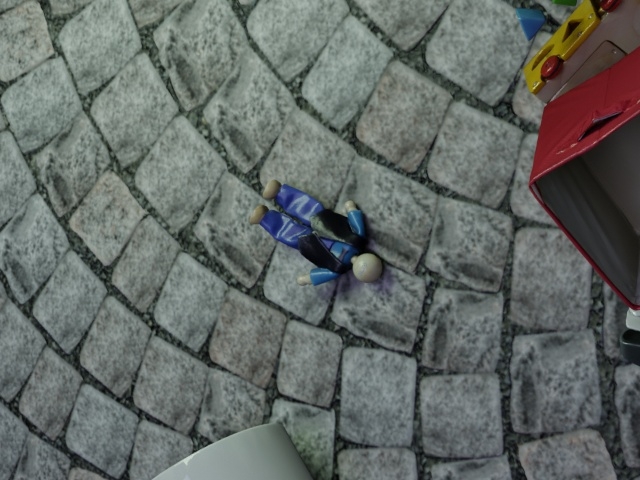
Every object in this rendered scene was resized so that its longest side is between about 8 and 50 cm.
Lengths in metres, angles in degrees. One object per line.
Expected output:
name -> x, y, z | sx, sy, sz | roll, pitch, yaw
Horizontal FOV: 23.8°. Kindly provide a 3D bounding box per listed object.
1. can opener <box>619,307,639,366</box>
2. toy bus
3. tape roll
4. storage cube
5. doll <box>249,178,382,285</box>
can opener -> 0.463, 0.112, 1.645 | 0.280, 0.074, 0.093 | 11, 131, 34
toy bus -> 0.320, -0.225, 1.700 | 0.202, 0.104, 0.191 | -7, 120, 3
tape roll -> -0.112, 0.363, 1.908 | 0.246, 0.246, 0.169 | -41, 71, 27
storage cube -> 0.352, -0.079, 1.592 | 0.183, 0.193, 0.215 | -35, 108, 29
doll -> 0.000, 0.000, 1.944 | 0.189, 0.046, 0.129 | 31, 98, 22
